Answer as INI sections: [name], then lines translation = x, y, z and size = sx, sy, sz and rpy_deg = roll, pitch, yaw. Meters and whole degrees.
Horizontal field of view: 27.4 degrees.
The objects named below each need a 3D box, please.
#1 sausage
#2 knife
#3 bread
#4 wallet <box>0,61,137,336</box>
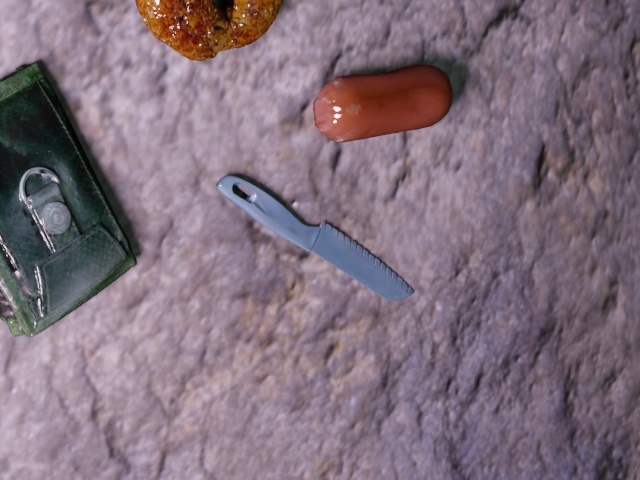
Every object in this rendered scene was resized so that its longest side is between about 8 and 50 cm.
[sausage]
translation = 0.075, -0.160, 1.527
size = 0.194, 0.077, 0.077
rpy_deg = -13, 101, -35
[knife]
translation = 0.000, 0.000, 1.525
size = 0.313, 0.019, 0.044
rpy_deg = 34, 73, -34
[bread]
translation = -0.113, -0.285, 1.393
size = 0.193, 0.064, 0.193
rpy_deg = -6, 101, -36
[wallet]
translation = -0.289, -0.041, 1.301
size = 0.160, 0.055, 0.236
rpy_deg = -36, 112, -34
